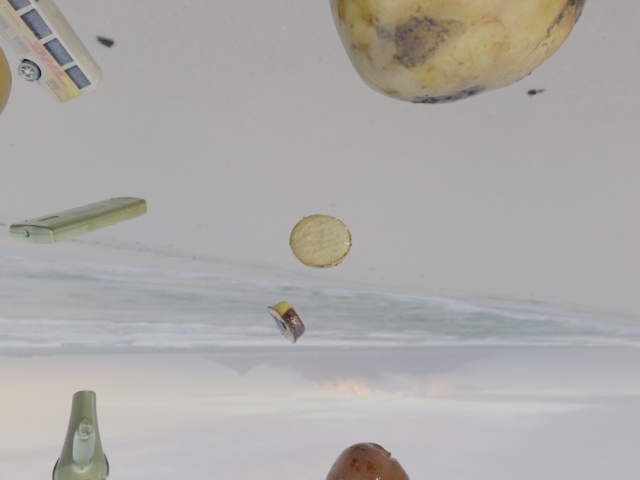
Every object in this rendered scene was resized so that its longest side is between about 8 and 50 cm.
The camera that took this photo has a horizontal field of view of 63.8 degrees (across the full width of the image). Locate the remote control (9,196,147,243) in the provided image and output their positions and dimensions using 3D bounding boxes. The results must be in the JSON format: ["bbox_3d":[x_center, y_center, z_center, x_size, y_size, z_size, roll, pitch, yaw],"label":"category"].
[{"bbox_3d":[-0.417,-0.039,0.911,0.098,0.038,0.233,3,-164,23],"label":"remote control"}]

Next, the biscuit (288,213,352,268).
[{"bbox_3d":[0.000,0.000,1.201,0.151,0.152,0.020,-1,148,2],"label":"biscuit"}]

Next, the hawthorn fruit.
[{"bbox_3d":[0.067,0.416,0.832,0.189,0.149,0.149,-33,-170,-38],"label":"hawthorn fruit"}]

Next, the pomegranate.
[{"bbox_3d":[0.133,-0.262,0.517,0.260,0.261,0.260,-1,168,0],"label":"pomegranate"}]

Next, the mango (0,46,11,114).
[{"bbox_3d":[-0.491,-0.201,0.570,0.317,0.211,0.173,23,138,9],"label":"mango"}]

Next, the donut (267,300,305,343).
[{"bbox_3d":[-0.101,0.244,1.563,0.059,0.140,0.140,-35,179,-19],"label":"donut"}]

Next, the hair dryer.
[{"bbox_3d":[-0.539,0.433,1.173,0.118,0.299,0.296,5,-157,-27],"label":"hair dryer"}]

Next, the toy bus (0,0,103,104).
[{"bbox_3d":[-0.603,-0.447,1.052,0.137,0.097,0.343,-18,132,10],"label":"toy bus"}]
